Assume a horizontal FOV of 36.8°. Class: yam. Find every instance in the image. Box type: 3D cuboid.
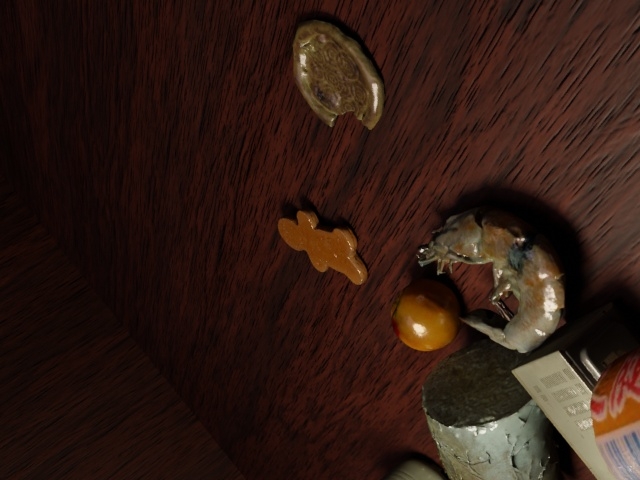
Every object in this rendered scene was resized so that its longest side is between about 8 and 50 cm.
[{"bbox_3d":[0.324,0.360,1.757,0.241,0.241,0.348,24,143,46],"label":"yam"}]

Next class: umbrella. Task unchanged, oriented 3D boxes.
[{"bbox_3d":[0.324,0.130,1.695,0.083,0.020,0.031,60,154,1],"label":"umbrella"}]

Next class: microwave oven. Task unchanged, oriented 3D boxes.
[{"bbox_3d":[0.447,0.237,1.469,0.240,0.145,0.194,52,153,6],"label":"microwave oven"}]

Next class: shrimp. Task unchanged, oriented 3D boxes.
[{"bbox_3d":[0.272,0.061,1.583,0.360,0.085,0.246,7,113,59],"label":"shrimp"}]

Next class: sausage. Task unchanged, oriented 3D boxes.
[{"bbox_3d":[0.513,0.212,1.232,0.233,0.233,0.287,50,155,10],"label":"sausage"}]

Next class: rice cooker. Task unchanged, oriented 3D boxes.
[{"bbox_3d":[0.205,0.656,2.271,0.226,0.244,0.226,37,145,32],"label":"rice cooker"}]

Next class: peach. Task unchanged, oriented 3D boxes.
[{"bbox_3d":[0.198,0.143,1.804,0.138,0.138,0.138,40,150,28],"label":"peach"}]

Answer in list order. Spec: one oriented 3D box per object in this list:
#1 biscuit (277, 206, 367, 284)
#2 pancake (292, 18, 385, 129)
[{"bbox_3d":[0.001,0.000,2.066,0.250,0.036,0.165,19,137,45],"label":"biscuit"},{"bbox_3d":[0.025,-0.288,1.688,0.235,0.029,0.212,5,125,55],"label":"pancake"}]
